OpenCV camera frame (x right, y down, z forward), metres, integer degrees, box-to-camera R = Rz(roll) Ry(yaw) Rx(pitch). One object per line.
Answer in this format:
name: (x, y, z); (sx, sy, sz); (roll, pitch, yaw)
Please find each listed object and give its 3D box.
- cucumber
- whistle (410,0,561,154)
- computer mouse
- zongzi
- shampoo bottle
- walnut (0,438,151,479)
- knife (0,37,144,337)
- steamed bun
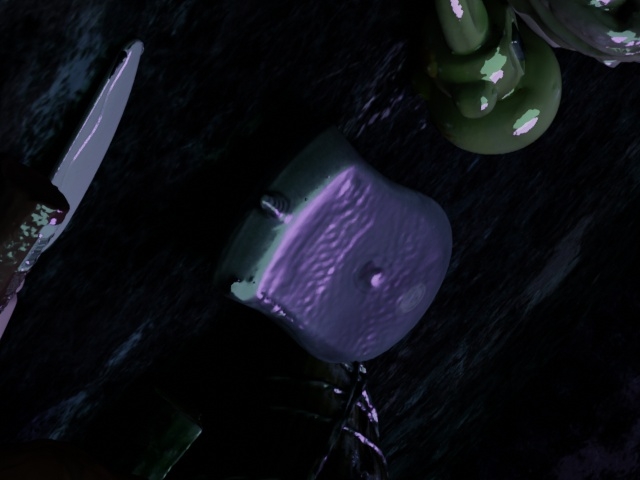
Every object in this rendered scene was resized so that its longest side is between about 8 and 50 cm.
cucumber: (-0.211, 0.247, 1.637); (0.244, 0.063, 0.115); (-53, -171, 9)
whistle: (0.131, -0.170, 1.515); (0.141, 0.141, 0.294); (-49, 143, 4)
computer mouse: (0.000, 0.000, 1.523); (0.188, 0.122, 0.371); (-55, 153, 0)
zongzi: (0.006, 0.273, 1.670); (0.319, 0.362, 0.383); (93, 22, -50)
shampoo bottle: (-0.259, 0.050, 1.125); (0.236, 0.067, 0.068); (-52, 152, 15)
walnut: (-0.227, 0.320, 1.350); (0.306, 0.306, 0.344); (-51, -162, 11)
knife: (-0.205, -0.001, 1.186); (0.336, 0.043, 0.081); (-54, 167, 14)
steamed bun: (0.222, -0.245, 1.434); (0.144, 0.211, 0.218); (-26, -158, 26)
